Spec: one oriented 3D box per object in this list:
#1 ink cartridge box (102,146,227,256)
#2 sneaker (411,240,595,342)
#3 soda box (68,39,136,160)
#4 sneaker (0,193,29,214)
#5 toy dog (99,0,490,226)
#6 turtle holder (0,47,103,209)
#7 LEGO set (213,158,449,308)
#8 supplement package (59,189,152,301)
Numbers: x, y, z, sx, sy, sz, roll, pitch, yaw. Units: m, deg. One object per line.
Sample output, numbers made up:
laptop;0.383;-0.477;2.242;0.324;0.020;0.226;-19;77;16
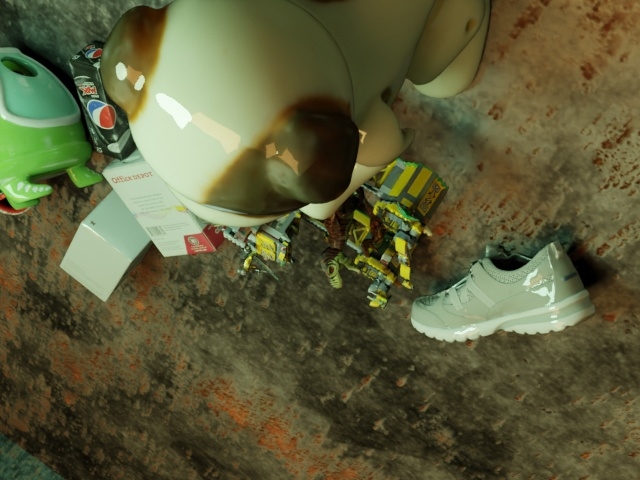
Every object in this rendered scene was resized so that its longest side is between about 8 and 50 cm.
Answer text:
ink cartridge box;-0.229;-0.066;1.442;0.127;0.072;0.175;-5;127;42
sneaker;0.226;0.062;1.225;0.281;0.105;0.115;-13;92;48
soda box;-0.309;-0.201;1.370;0.053;0.060;0.169;18;140;21
sneaker;-0.557;-0.160;1.545;0.145;0.090;0.270;45;163;44
toy dog;-0.005;-0.176;0.860;0.284;0.408;0.395;35;144;0
turtle holder;-0.500;-0.150;1.377;0.243;0.320;0.227;-10;99;53
LEGO set;0.000;0.000;1.147;0.255;0.192;0.331;34;164;-1
supplement package;-0.353;0.007;1.595;0.105;0.105;0.179;40;144;-4
